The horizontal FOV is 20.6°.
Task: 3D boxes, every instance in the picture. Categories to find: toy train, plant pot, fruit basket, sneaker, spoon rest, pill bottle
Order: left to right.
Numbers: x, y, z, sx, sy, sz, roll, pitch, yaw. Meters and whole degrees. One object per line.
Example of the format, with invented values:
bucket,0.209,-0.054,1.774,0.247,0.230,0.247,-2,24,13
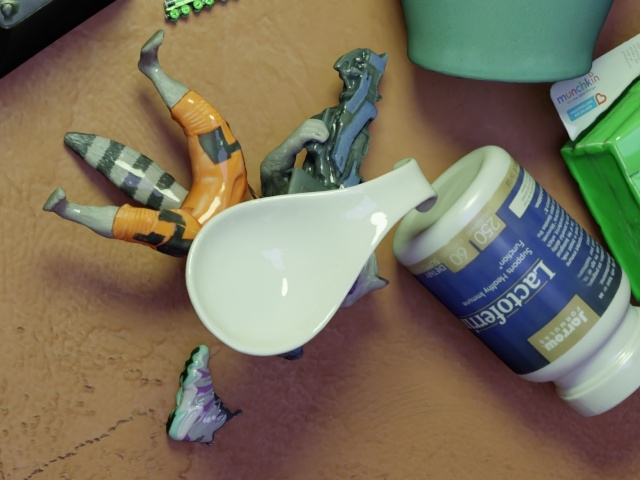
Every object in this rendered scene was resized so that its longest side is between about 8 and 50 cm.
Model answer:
plant pot,-0.278,-0.272,1.611,0.188,0.167,0.187,-36,101,-11
toy train,-0.116,-0.239,1.728,0.083,0.017,0.024,-23,88,-12
sneaker,-0.107,0.155,1.739,0.069,0.038,0.098,16,98,-15
spoon rest,0.000,0.000,1.574,0.276,0.084,0.137,-33,88,-29
plant pot,0.181,-0.289,1.684,0.271,0.271,0.255,-1,106,-14
pill bottle,0.212,0.045,1.751,0.264,0.153,0.153,43,82,-12
fruit basket,0.433,-0.095,1.822,0.353,0.165,0.327,-34,101,-26

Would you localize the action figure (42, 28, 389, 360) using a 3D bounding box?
action figure,-0.067,-0.057,1.706,0.330,0.178,0.341,36,59,-20
